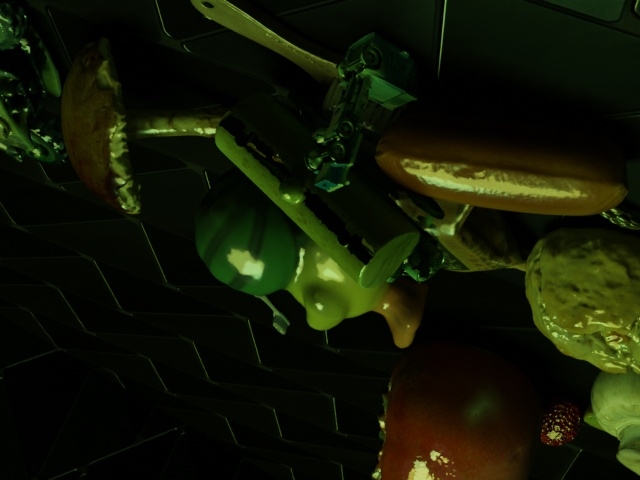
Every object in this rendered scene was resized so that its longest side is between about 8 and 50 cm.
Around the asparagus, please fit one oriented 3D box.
[{"bbox_3d":[0.273,-0.073,1.469,0.236,0.027,0.034,30,170,-16],"label":"asparagus"}]

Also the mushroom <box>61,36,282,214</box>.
[{"bbox_3d":[-0.203,-0.133,1.688,0.301,0.208,0.233,20,-157,-19],"label":"mushroom"}]

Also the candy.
[{"bbox_3d":[0.180,-0.016,1.629,0.143,0.101,0.271,6,160,29],"label":"candy"}]

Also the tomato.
[{"bbox_3d":[0.231,0.336,2.142,0.272,0.341,0.341,6,157,8],"label":"tomato"}]

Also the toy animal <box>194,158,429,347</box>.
[{"bbox_3d":[0.000,-0.002,1.724,0.338,0.216,0.191,20,135,-8],"label":"toy animal"}]

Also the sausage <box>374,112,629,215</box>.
[{"bbox_3d":[0.196,-0.082,1.384,0.274,0.105,0.105,9,157,13],"label":"sausage"}]

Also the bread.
[{"bbox_3d":[0.366,0.085,1.610,0.244,0.134,0.244,20,157,9],"label":"bread"}]

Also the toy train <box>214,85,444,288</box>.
[{"bbox_3d":[0.015,-0.070,1.468,0.307,0.126,0.189,45,-171,22],"label":"toy train"}]

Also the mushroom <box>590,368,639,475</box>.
[{"bbox_3d":[0.504,0.246,1.803,0.255,0.184,0.255,34,160,14],"label":"mushroom"}]

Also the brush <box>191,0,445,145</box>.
[{"bbox_3d":[-0.008,-0.188,1.451,0.327,0.065,0.070,30,162,-12],"label":"brush"}]

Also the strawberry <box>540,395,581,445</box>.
[{"bbox_3d":[0.416,0.311,2.226,0.083,0.083,0.096,17,127,19],"label":"strawberry"}]

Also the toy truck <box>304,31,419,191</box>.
[{"bbox_3d":[0.047,-0.130,1.370,0.081,0.175,0.067,25,161,-21],"label":"toy truck"}]

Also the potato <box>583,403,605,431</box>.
[{"bbox_3d":[0.530,0.292,2.076,0.198,0.054,0.119,9,155,26],"label":"potato"}]

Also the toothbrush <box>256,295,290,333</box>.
[{"bbox_3d":[-0.126,0.088,2.340,0.024,0.029,0.354,0,152,22],"label":"toothbrush"}]

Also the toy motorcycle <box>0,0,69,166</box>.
[{"bbox_3d":[-0.470,-0.234,1.724,0.237,0.169,0.410,14,154,9],"label":"toy motorcycle"}]
